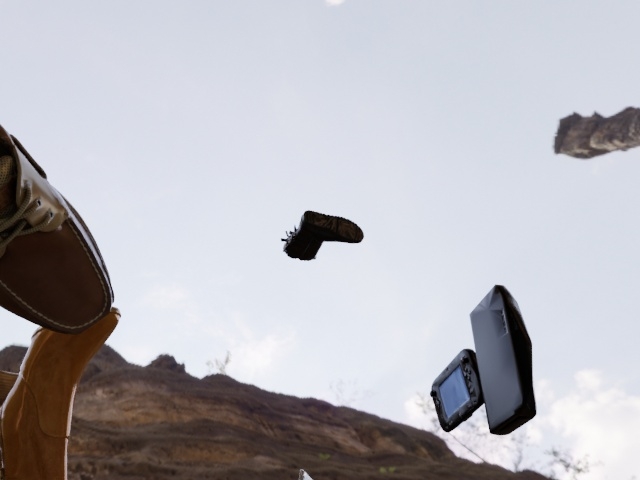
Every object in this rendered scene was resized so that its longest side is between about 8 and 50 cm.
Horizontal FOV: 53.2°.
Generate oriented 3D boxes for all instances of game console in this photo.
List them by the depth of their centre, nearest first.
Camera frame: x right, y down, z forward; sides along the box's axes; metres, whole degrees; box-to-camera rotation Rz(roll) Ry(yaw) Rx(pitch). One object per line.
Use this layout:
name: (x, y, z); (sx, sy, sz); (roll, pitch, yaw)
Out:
game console: (0.270, 0.248, 1.109); (0.044, 0.361, 0.213); (5, -125, -10)

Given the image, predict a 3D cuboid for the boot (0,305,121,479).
boot: (-0.366, 0.240, 0.886); (0.295, 0.211, 0.104); (-35, -31, 20)

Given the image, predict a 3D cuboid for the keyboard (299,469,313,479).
keyboard: (-0.028, 0.435, 0.827); (0.072, 0.014, 0.256); (56, -149, -45)

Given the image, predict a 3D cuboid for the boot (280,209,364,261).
boot: (0.000, 0.001, 1.085); (0.121, 0.099, 0.045); (16, -133, -18)

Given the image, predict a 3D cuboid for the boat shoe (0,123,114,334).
boat shoe: (-0.302, -0.040, 0.563); (0.122, 0.120, 0.324); (-40, -63, -17)
